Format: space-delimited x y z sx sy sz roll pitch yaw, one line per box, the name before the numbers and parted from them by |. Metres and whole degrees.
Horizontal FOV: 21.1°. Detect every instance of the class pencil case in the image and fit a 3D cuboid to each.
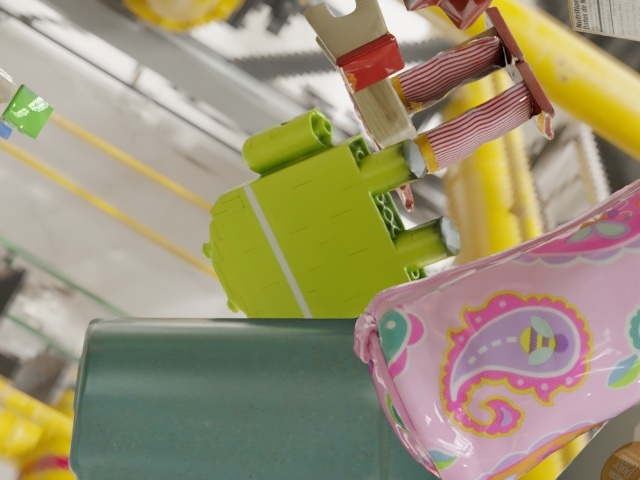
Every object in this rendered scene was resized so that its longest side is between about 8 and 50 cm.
pencil case | 0.159 0.022 0.858 0.284 0.124 0.124 -28 -162 0

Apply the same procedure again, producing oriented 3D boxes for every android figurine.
android figurine | 0.000 0.000 1.720 0.273 0.248 0.056 -23 -172 31

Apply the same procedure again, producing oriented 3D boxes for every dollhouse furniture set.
dollhouse furniture set | 0.130 -0.174 1.860 0.201 0.152 0.374 -27 167 3

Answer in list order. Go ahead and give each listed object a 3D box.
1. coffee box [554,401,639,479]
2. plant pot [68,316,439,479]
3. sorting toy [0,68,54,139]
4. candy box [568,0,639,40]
coffee box | 0.460 0.244 1.399 0.334 0.338 0.337 -47 -156 -5
plant pot | -0.047 0.207 1.480 0.341 0.334 0.341 -175 -90 -85
sorting toy | -0.349 -0.187 1.372 0.196 0.347 0.047 18 -107 45
candy box | 0.447 -0.281 1.858 0.316 0.087 0.183 15 -137 36
